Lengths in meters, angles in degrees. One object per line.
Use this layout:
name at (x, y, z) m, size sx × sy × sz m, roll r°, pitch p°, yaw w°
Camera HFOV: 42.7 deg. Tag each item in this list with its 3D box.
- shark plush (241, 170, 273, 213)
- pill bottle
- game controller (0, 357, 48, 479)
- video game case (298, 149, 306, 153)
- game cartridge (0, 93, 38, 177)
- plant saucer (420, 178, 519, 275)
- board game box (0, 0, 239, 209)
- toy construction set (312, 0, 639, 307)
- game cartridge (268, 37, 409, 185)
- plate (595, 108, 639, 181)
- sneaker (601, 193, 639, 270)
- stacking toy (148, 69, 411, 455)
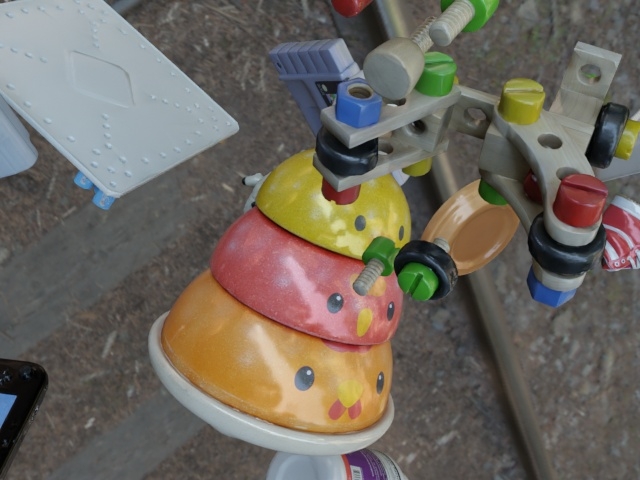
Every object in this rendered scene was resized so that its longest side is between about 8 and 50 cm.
shark plush at (-0.053, -0.087, 1.280) m, size 0.161 × 0.073 × 0.067 m, roll -36°, pitch 134°, yaw -7°
pill bottle at (0.050, 0.499, 1.637) m, size 0.323 × 0.181 × 0.181 m, roll 29°, pitch 95°, yaw -48°
game controller at (-0.566, 0.324, 1.316) m, size 0.166 × 0.319 × 0.067 m, roll 11°, pitch 136°, yaw 4°
video game case at (0.029, -0.087, 1.420) m, size 0.193 × 0.212 × 0.023 m, roll 28°, pitch 111°, yaw 2°
game cartridge at (-0.551, -0.142, 1.068) m, size 0.297 × 0.062 × 0.198 m, roll -12°, pitch 141°, yaw 12°
plant saucer at (0.249, -0.014, 1.318) m, size 0.200 × 0.037 × 0.200 m, roll -23°, pitch 140°, yaw -21°
board game box at (-0.374, -0.252, 1.362) m, size 0.050 × 0.390 × 0.390 m, roll -49°, pitch 177°, yaw 33°
toy construction set at (0.138, -0.123, 0.691) m, size 0.237 × 0.257 × 0.309 m, roll -50°, pitch 131°, yaw -34°
game cartridge at (0.043, -0.273, 1.793) m, size 0.068 × 0.230 × 0.355 m, roll -42°, pitch 121°, yaw -20°
plate at (0.461, -0.180, 0.904) m, size 0.277 × 0.278 × 0.045 m, roll -40°, pitch 97°, yaw -18°
sneaker at (0.302, 0.017, 0.745) m, size 0.067 × 0.118 × 0.042 m, roll -55°, pitch 166°, yaw 4°
stacking toy at (0.000, 0.000, 1.067) m, size 0.350 × 0.350 × 0.480 m, roll 7°, pitch 110°, yaw -38°
